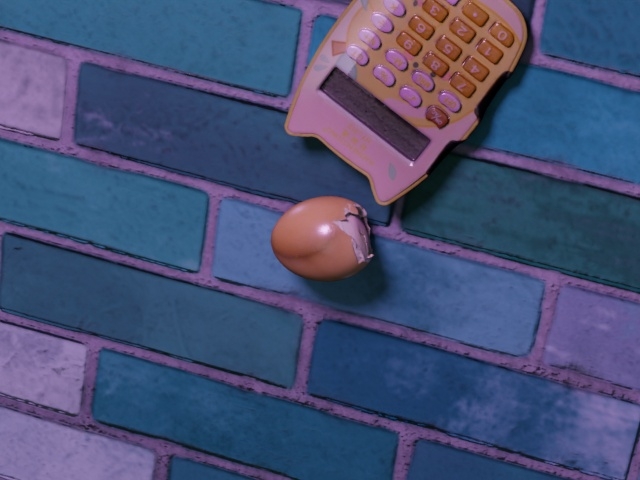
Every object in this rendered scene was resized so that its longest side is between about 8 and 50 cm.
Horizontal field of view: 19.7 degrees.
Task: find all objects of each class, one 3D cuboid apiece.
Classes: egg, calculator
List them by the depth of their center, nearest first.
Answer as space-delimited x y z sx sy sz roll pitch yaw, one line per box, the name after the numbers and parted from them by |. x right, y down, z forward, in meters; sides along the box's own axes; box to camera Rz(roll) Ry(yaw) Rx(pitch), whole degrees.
0.081 -0.153 1.644 0.157 0.033 0.236 39 116 0 | calculator
0.000 0.000 1.707 0.096 0.080 0.080 -13 108 18 | egg
